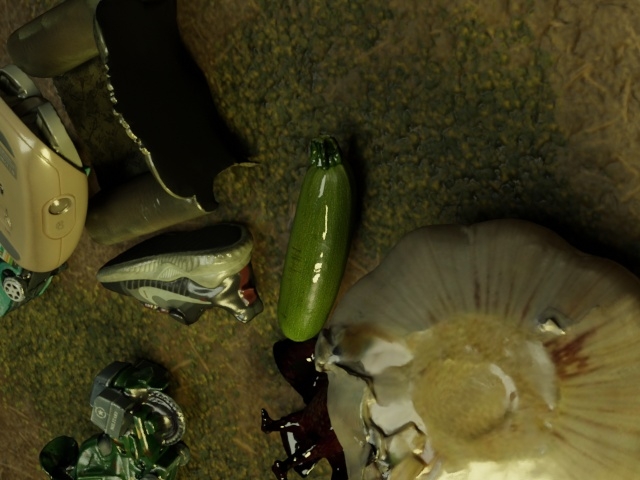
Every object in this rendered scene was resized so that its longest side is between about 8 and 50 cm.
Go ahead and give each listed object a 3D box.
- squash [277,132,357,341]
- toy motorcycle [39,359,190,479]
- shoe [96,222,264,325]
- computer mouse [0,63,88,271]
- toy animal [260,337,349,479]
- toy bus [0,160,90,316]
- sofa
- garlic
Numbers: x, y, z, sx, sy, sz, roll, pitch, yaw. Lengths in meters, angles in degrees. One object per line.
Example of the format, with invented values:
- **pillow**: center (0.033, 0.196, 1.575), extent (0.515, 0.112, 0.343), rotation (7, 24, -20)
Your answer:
- **squash**: center (0.000, 0.000, 1.280), extent (0.066, 0.066, 0.252), rotation (28, 125, 23)
- **toy motorcycle**: center (-0.265, 0.266, 1.561), extent (0.187, 0.125, 0.275), rotation (26, 122, 13)
- **shoe**: center (-0.160, 0.051, 1.404), extent (0.227, 0.099, 0.112), rotation (-12, 110, 38)
- **computer mouse**: center (-0.303, -0.071, 1.281), extent (0.145, 0.082, 0.236), rotation (46, 145, 28)
- **toy animal**: center (0.021, 0.197, 1.354), extent (0.179, 0.116, 0.219), rotation (-24, 66, 14)
- **toy bus**: center (-0.364, -0.013, 1.514), extent (0.109, 0.091, 0.262), rotation (42, 132, 14)
- **sofa**: center (-0.219, -0.133, 1.303), extent (0.200, 0.182, 0.258), rotation (-15, 101, 40)
- **garlic**: center (0.157, 0.127, 1.112), extent (0.322, 0.241, 0.322), rotation (-2, 109, -6)
